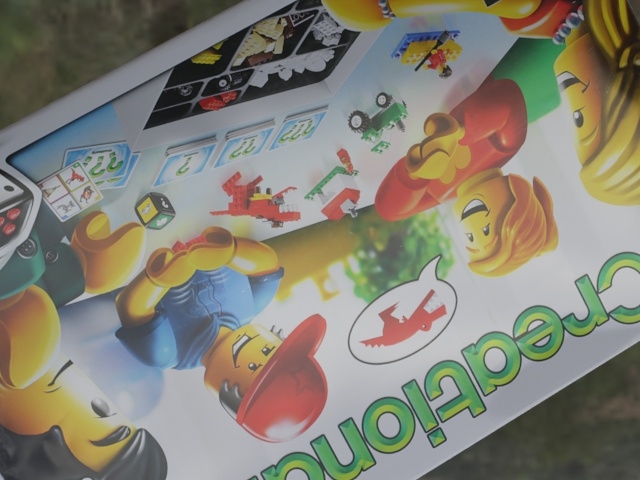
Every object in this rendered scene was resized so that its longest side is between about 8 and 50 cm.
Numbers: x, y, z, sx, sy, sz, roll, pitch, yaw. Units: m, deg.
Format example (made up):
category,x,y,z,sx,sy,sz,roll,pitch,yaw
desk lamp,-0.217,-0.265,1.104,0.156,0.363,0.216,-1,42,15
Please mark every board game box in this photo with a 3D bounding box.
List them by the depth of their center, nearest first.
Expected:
category,x,y,z,sx,sy,sz,roll,pitch,yaw
board game box,0.000,0.000,0.642,0.305,0.193,0.053,-30,-172,-13
